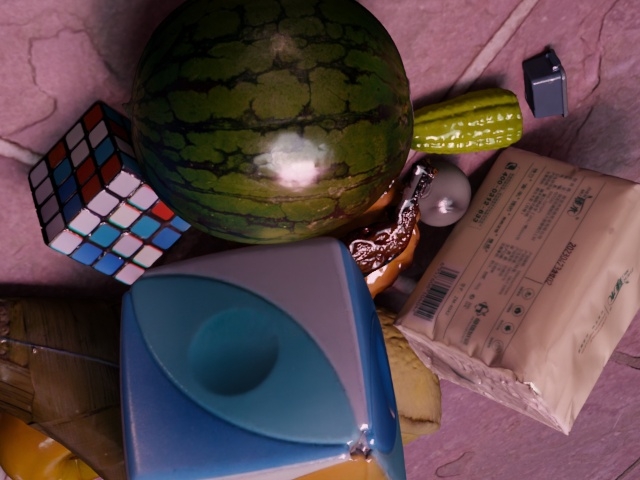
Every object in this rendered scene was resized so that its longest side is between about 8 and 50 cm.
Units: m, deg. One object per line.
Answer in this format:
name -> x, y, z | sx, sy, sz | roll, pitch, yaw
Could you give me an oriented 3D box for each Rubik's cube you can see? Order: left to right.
Rubik's cube -> -0.281, -0.061, 1.354 | 0.155, 0.154, 0.151 | -41, 135, 14
Rubik's cube -> -0.075, 0.230, 1.445 | 0.347, 0.352, 0.352 | -12, 151, 8

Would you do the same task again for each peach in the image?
peach -> -0.412, 0.316, 1.647 | 0.251, 0.153, 0.251 | -13, 149, -8

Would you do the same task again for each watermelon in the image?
watermelon -> -0.064, -0.162, 1.245 | 0.363, 0.363, 0.363 | -14, 134, -15

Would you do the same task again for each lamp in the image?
lamp -> 0.192, -0.075, 1.613 | 0.105, 0.105, 0.105 | -14, 134, -15

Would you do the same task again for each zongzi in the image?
zongzi -> -0.394, 0.248, 1.437 | 0.322, 0.361, 0.160 | 1, 146, -25

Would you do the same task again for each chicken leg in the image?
chicken leg -> 0.094, -0.019, 1.514 | 0.106, 0.051, 0.253 | 30, 110, -38

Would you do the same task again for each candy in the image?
candy -> 0.210, -0.178, 1.541 | 0.209, 0.097, 0.097 | -10, 133, -11

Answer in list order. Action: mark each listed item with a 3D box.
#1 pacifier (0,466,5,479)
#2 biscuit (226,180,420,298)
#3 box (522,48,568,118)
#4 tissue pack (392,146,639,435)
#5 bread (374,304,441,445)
pacifier -> -0.636, 0.453, 1.603 | 0.273, 0.221, 0.332 | -10, 156, -20
biscuit -> 0.000, 0.000, 1.588 | 0.325, 0.107, 0.326 | -12, 135, -12
box -> 0.352, -0.242, 1.569 | 0.054, 0.074, 0.099 | -14, 136, 4
tissue pack -> 0.343, 0.071, 1.595 | 0.380, 0.297, 0.207 | -54, 136, -12
bread -> 0.059, 0.263, 1.775 | 0.320, 0.237, 0.321 | -8, 144, -6
